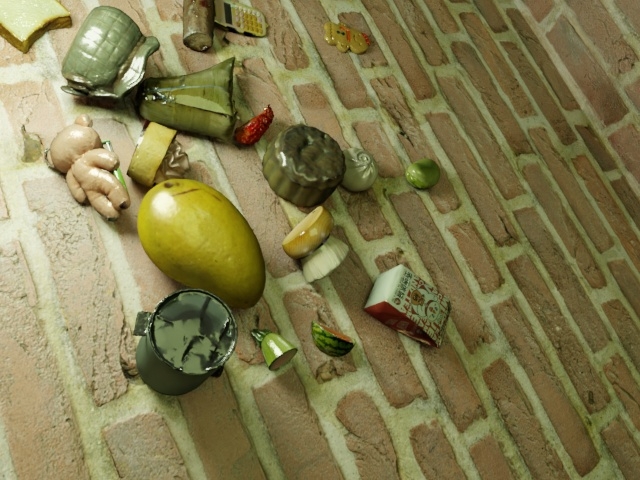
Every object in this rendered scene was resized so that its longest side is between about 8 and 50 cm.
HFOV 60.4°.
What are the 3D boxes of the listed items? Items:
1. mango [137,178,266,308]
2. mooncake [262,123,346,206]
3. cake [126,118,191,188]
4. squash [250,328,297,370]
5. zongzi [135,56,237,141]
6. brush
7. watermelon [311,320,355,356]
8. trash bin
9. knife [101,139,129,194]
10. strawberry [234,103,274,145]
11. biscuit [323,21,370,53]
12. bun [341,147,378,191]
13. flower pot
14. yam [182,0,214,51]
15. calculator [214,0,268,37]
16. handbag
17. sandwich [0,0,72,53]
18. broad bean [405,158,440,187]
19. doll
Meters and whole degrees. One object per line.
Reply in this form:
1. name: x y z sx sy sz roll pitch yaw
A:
1. mango: -0.331 0.017 1.602 0.445 0.220 0.301 49 52 -1
2. mooncake: -0.055 -0.270 1.921 0.290 0.161 0.290 13 59 -21
3. cake: -0.480 -0.254 1.682 0.178 0.185 0.208 17 48 -21
4. squash: -0.145 0.308 1.640 0.105 0.105 0.132 -23 59 -34
5. zongzi: -0.439 -0.531 1.856 0.323 0.160 0.361 13 61 -22
6. brush: 0.000 0.000 1.823 0.166 0.174 0.267 49 37 -13
7. watermelon: 0.046 0.313 1.734 0.163 0.069 0.087 25 58 -16
8. trash bin: -0.355 0.269 1.432 0.277 0.262 0.217 16 59 -19
9. knife: -0.637 -0.216 1.685 0.054 0.015 0.212 -17 74 -32
10. strawberry: -0.218 -0.400 1.930 0.188 0.121 0.082 -47 111 -35
11. biscuit: 0.120 -0.882 2.397 0.225 0.036 0.166 12 59 -22
12. bun: 0.140 -0.272 2.048 0.172 0.120 0.173 10 63 -20
13. flower pot: -0.654 -0.551 1.694 0.213 0.302 0.302 30 55 -25
14. yam: -0.449 -0.831 2.027 0.131 0.131 0.280 6 65 -25
15. calculator: -0.318 -0.874 2.173 0.236 0.033 0.157 5 63 -27
16. handbag: 0.314 0.237 1.871 0.298 0.151 0.171 37 58 -15
17. sandwich: -0.938 -0.716 1.756 0.186 0.065 0.215 36 55 -5
18. broad bean: 0.415 -0.269 2.207 0.174 0.082 0.124 -22 75 -32
19. doll: -0.650 -0.200 1.603 0.303 0.201 0.156 53 17 -2
